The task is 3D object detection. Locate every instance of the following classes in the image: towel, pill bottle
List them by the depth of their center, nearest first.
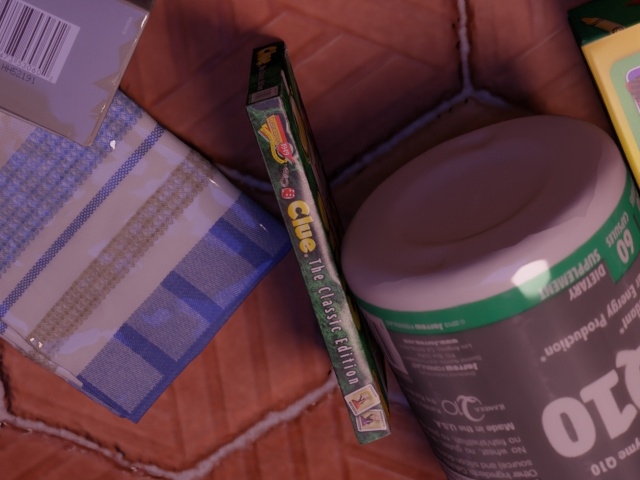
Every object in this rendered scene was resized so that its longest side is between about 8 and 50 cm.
[{"bbox_3d":[0.173,0.111,1.362,0.204,0.204,0.361,-23,117,9],"label":"pill bottle"},{"bbox_3d":[-0.186,-0.015,1.410,0.285,0.034,0.209,38,105,-16],"label":"towel"}]

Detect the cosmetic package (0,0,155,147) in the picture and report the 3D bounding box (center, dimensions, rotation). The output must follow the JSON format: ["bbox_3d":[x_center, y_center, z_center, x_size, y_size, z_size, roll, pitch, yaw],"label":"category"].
[{"bbox_3d":[-0.171,-0.160,1.244,0.127,0.238,0.107,24,107,-7],"label":"cosmetic package"}]

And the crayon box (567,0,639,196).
[{"bbox_3d":[0.302,-0.061,1.366,0.165,0.081,0.278,-22,110,8],"label":"crayon box"}]

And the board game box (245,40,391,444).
[{"bbox_3d":[0.000,0.000,1.361,0.030,0.136,0.260,-15,112,8],"label":"board game box"}]
